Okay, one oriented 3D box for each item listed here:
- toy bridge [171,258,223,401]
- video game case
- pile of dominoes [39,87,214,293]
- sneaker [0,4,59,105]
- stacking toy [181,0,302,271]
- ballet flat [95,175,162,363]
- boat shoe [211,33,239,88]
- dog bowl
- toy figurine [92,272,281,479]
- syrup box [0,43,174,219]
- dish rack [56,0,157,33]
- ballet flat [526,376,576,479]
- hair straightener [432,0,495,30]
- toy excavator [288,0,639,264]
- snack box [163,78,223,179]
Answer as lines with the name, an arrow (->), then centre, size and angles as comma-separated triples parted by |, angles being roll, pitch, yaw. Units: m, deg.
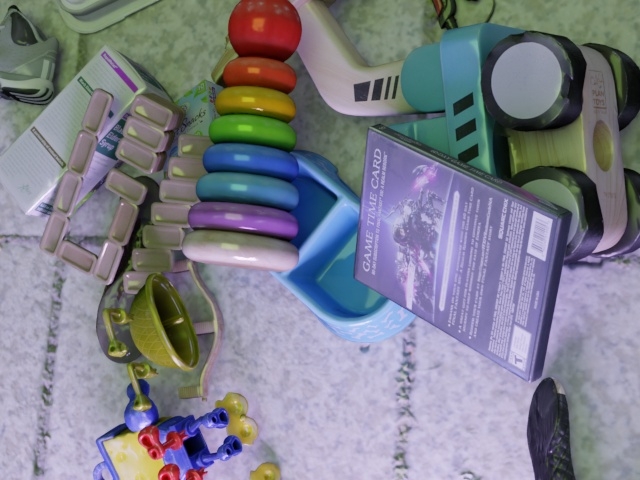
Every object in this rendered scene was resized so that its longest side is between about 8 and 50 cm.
toy bridge -> -0.159, 0.116, 1.549 | 0.063, 0.026, 0.188 | -9, 80, 16
video game case -> 0.143, 0.009, 1.289 | 0.274, 0.026, 0.196 | 31, 127, 41
pile of dominoes -> -0.238, -0.060, 1.531 | 0.196, 0.040, 0.251 | 28, 106, 16
sneaker -> -0.472, -0.273, 1.690 | 0.228, 0.086, 0.132 | 11, 81, 9
stacking toy -> -0.076, -0.133, 1.415 | 0.141, 0.141, 0.331 | 6, 86, 19
ballet flat -> -0.248, 0.038, 1.581 | 0.084, 0.058, 0.250 | 5, 89, -6
boat shoe -> -0.101, -0.262, 1.578 | 0.045, 0.050, 0.135 | 39, 85, 23
dog bowl -> 0.000, 0.000, 1.490 | 0.297, 0.074, 0.166 | 41, 96, 20
toy figurine -> -0.223, 0.250, 1.463 | 0.217, 0.191, 0.363 | -24, 92, 30
syrup box -> -0.318, -0.141, 1.604 | 0.237, 0.093, 0.096 | -44, 71, 7
dish rack -> -0.261, -0.474, 1.650 | 0.332, 0.072, 0.286 | -23, 75, 13
ballet flat -> 0.274, 0.246, 1.385 | 0.057, 0.049, 0.173 | -19, 70, 59
hair straightener -> 0.162, -0.357, 1.503 | 0.089, 0.047, 0.231 | -24, 75, 14
toy excavator -> 0.132, -0.160, 1.404 | 0.445, 0.222, 0.433 | -6, 90, 34
snack box -> -0.163, -0.123, 1.545 | 0.100, 0.037, 0.141 | -30, 56, 34
